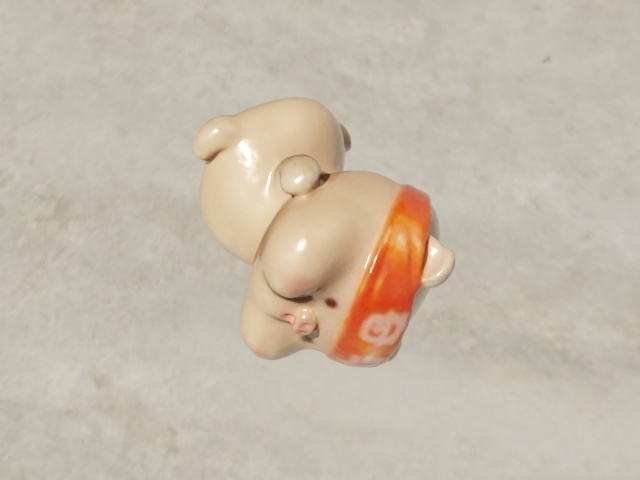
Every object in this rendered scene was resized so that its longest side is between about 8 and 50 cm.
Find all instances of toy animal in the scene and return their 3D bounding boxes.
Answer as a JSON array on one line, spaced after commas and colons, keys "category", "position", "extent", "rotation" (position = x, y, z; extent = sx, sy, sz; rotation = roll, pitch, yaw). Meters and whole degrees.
[{"category": "toy animal", "position": [0.000, 0.000, 0.788], "extent": [0.171, 0.171, 0.198], "rotation": [-47, 67, 17]}]
